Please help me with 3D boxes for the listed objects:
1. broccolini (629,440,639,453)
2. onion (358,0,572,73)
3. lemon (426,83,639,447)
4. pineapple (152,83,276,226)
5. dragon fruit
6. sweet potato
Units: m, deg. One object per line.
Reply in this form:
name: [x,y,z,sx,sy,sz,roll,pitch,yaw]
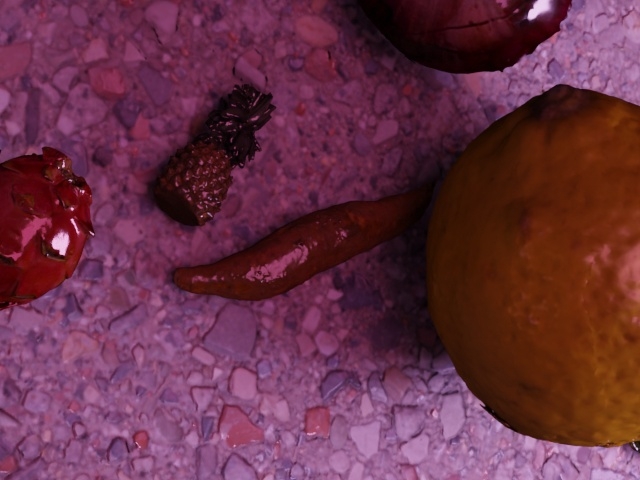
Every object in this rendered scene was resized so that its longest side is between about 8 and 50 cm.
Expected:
broccolini: [0.335,0.208,1.880,0.201,0.058,0.074,13,67,-14]
onion: [0.151,-0.297,1.698,0.219,0.252,0.252,-2,92,-75]
lemon: [0.270,0.021,1.661,0.350,0.350,0.387,-29,114,-28]
pineapple: [-0.100,-0.089,1.618,0.074,0.074,0.159,44,62,-21]
dragon fruit: [-0.273,-0.003,1.483,0.166,0.136,0.133,-59,158,-13]
sweet potato: [0.000,0.000,1.668,0.314,0.072,0.066,-24,86,-26]
